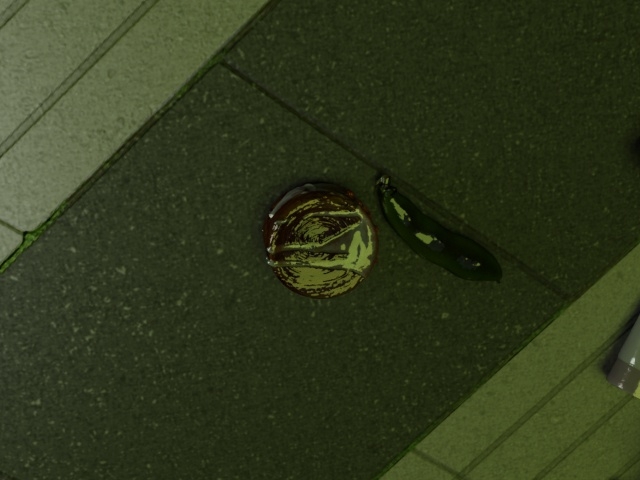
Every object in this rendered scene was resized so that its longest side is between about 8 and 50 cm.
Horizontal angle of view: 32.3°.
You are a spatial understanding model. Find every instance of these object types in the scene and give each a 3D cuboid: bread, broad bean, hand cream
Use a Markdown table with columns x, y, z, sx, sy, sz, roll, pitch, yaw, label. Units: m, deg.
| x | y | z | sx | sy | sz | roll | pitch | yaw | label |
| --- | --- | --- | --- | --- | --- | --- | --- | --- | --- |
| 0.000 | 0.000 | 1.509 | 0.160 | 0.073 | 0.160 | -4 | 110 | -12 | bread |
| 0.165 | 0.000 | 1.566 | 0.254 | 0.046 | 0.065 | 35 | 87 | -23 | broad bean |
| 0.541 | 0.133 | 1.709 | 0.133 | 0.083 | 0.248 | 27 | 94 | -25 | hand cream |
